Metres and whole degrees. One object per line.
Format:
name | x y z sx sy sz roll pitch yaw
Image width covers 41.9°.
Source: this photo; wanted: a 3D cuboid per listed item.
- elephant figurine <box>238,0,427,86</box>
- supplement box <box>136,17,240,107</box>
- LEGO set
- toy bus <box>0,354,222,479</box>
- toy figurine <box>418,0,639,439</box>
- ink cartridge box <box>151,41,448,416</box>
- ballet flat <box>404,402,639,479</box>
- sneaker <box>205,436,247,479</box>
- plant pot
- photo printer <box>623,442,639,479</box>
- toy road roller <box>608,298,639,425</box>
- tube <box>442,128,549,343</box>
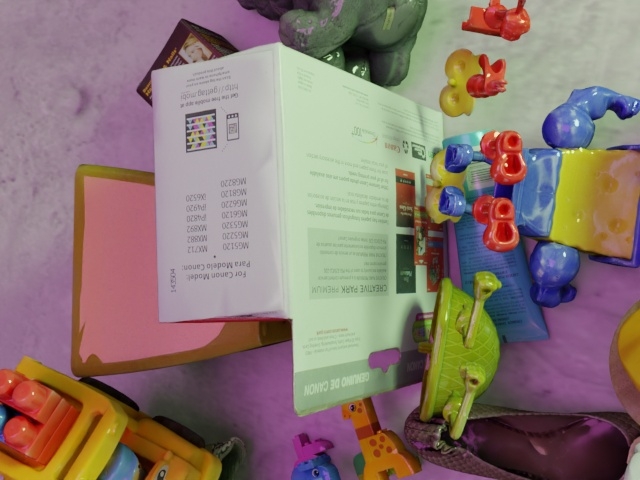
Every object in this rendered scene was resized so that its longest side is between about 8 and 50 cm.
elephant figurine | 0.002 -0.272 0.863 0.186 0.169 0.239 -21 58 -1
supplement box | -0.107 -0.152 0.951 0.188 0.080 0.104 45 109 24
LEGO set | 0.040 0.200 0.847 0.227 0.087 0.093 -25 76 26
toy bus | -0.233 0.204 0.820 0.220 0.211 0.149 20 64 22
toy figurine | 0.213 -0.009 0.702 0.217 0.191 0.363 7 90 -8
ink cartridge box | 0.000 0.000 0.749 0.130 0.309 0.272 -5 85 30
ballet flat | 0.197 0.183 0.742 0.249 0.058 0.084 7 77 14
sneaker | -0.161 0.284 0.954 0.410 0.158 0.182 34 84 25
plant pot | -0.124 0.034 0.893 0.187 0.212 0.212 0 88 18
photo printer | 0.375 0.215 0.549 0.256 0.307 0.107 -24 36 25
toy road roller | 0.343 -0.016 0.625 0.329 0.202 0.241 -43 53 21
tube | 0.162 -0.002 0.809 0.080 0.052 0.207 -11 87 30
